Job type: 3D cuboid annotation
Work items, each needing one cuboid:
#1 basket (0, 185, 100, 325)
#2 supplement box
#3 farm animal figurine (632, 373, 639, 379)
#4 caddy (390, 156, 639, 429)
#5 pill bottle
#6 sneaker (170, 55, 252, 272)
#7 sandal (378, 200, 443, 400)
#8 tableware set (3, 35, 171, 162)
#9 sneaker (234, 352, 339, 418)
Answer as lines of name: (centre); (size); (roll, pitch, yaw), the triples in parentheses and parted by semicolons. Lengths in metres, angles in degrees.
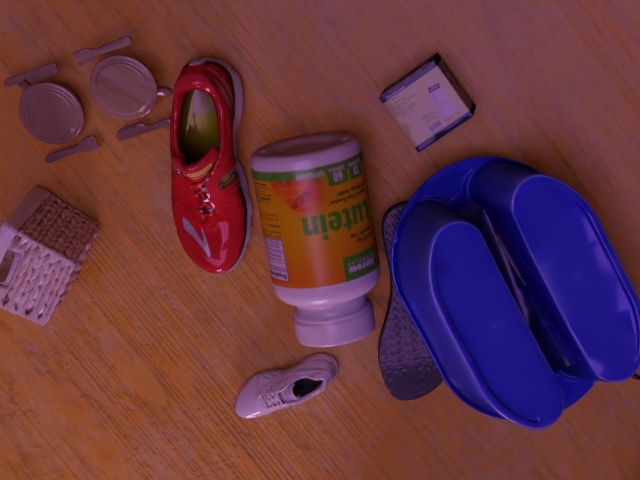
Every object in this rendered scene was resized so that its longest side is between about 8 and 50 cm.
basket: (-0.356, 0.019, 1.840); (0.103, 0.167, 0.113); (26, 109, -6)
supplement box: (0.130, -0.167, 1.755); (0.083, 0.056, 0.083); (-34, 98, 17)
farm animal figurine: (0.578, 0.103, 1.699); (0.327, 0.172, 0.330); (22, 109, 2)
caddy: (0.233, 0.064, 1.748); (0.241, 0.179, 0.341); (-29, 100, -6)
pill bottle: (0.000, 0.000, 1.785); (0.136, 0.136, 0.245); (-7, 105, 12)
sneaker: (-0.151, -0.086, 1.794); (0.107, 0.118, 0.278); (-1, 106, 11)
sandal: (0.123, 0.076, 1.838); (0.097, 0.054, 0.254); (1, 97, 2)
tableware set: (-0.291, -0.183, 1.833); (0.194, 0.039, 0.128); (-16, 115, 20)
sneaker: (-0.050, 0.194, 1.892); (0.152, 0.061, 0.053); (-27, 102, 17)
